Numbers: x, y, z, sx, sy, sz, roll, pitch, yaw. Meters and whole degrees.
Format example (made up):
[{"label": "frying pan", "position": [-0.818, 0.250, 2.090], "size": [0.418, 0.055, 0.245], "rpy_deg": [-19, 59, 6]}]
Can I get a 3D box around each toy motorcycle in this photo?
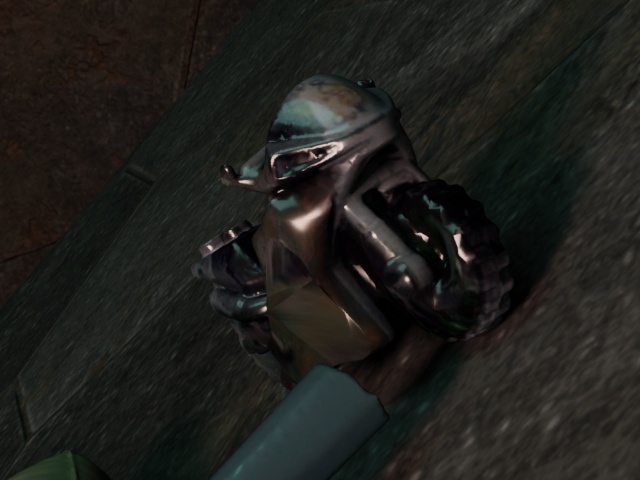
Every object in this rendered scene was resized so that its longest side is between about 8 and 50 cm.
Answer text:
[{"label": "toy motorcycle", "position": [0.000, 0.000, 0.903], "size": [0.106, 0.159, 0.270], "rpy_deg": [-33, 5, -30]}]

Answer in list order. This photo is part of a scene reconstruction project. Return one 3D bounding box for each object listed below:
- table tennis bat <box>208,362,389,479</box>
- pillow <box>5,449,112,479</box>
[{"label": "table tennis bat", "position": [-0.092, 0.186, 0.751], "size": [0.329, 0.044, 0.215], "rpy_deg": [-47, 44, -13]}, {"label": "pillow", "position": [-0.205, 0.251, 0.938], "size": [0.255, 0.120, 0.322], "rpy_deg": [-46, 13, -4]}]
